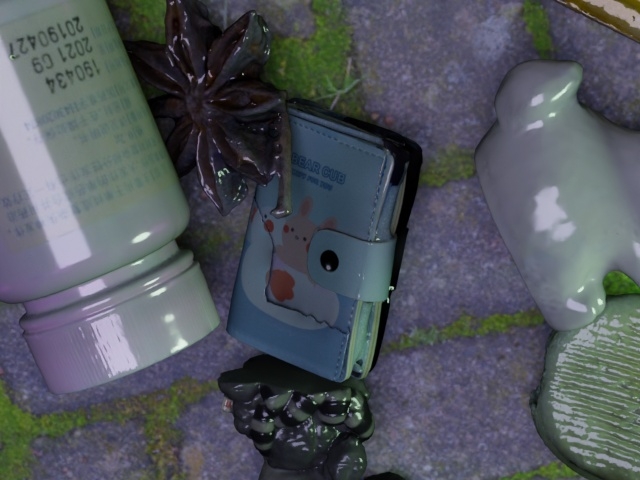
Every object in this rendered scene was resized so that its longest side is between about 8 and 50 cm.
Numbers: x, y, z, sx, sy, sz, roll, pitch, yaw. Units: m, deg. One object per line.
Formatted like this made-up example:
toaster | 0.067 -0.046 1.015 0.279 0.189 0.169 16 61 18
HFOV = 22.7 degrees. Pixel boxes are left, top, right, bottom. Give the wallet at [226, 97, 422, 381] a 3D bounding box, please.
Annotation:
wallet | 0.000 0.000 1.573 0.176 0.075 0.250 22 109 34

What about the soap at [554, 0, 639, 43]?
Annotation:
soap | 0.283 -0.279 1.473 0.258 0.080 0.160 28 108 0

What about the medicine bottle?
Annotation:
medicine bottle | -0.250 -0.060 1.534 0.214 0.213 0.378 -19 98 13

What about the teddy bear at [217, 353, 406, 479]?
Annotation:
teddy bear | 0.002 0.233 1.622 0.171 0.144 0.251 -12 106 -3

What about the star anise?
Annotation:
star anise | -0.094 -0.125 1.545 0.262 0.081 0.230 45 124 20

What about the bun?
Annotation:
bun | 0.318 0.149 1.568 0.221 0.108 0.221 1 96 8

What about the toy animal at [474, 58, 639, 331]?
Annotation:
toy animal | 0.329 -0.076 1.448 0.368 0.196 0.241 -12 115 14
